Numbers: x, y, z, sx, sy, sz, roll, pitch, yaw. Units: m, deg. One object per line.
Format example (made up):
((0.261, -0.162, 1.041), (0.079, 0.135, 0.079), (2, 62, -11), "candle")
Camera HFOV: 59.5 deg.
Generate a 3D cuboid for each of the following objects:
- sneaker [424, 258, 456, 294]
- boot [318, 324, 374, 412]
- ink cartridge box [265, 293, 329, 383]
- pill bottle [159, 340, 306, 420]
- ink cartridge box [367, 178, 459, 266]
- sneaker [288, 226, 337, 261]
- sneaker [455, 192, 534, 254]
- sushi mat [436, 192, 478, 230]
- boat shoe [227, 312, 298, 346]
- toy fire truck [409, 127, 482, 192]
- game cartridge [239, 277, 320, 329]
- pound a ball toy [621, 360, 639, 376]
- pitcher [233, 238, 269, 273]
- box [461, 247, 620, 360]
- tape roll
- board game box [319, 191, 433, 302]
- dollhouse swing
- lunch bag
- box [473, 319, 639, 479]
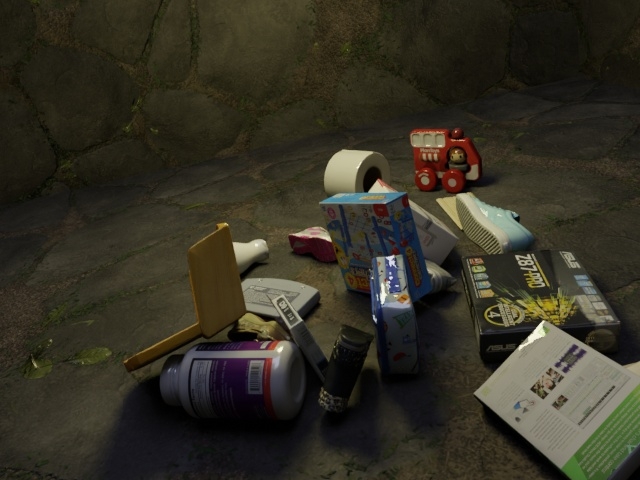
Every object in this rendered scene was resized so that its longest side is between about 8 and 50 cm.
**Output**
((0.302, 0.101, 1.746), (0.115, 0.105, 0.281), (2, 18, -30), "sneaker")
((0.058, 0.300, 1.340), (0.085, 0.178, 0.236), (19, 0, 9), "boot")
((-0.050, 0.240, 1.434), (0.045, 0.206, 0.208), (-34, 29, -8), "ink cartridge box")
((-0.208, 0.333, 1.337), (0.323, 0.181, 0.181), (-4, 26, 16), "pill bottle")
((0.284, -0.060, 1.822), (0.283, 0.117, 0.207), (31, 14, -14), "ink cartridge box")
((0.000, 0.000, 2.044), (0.252, 0.102, 0.111), (16, 38, 44), "sneaker")
((0.586, -0.058, 1.899), (0.150, 0.135, 0.365), (-14, 37, -8), "sneaker")
((0.562, -0.116, 2.149), (0.152, 0.019, 0.316), (-13, 25, -1), "sushi mat")
((-0.157, 0.278, 1.543), (0.089, 0.104, 0.285), (-37, 22, -27), "boat shoe")
((0.530, -0.351, 2.379), (0.302, 0.253, 0.169), (7, 31, 35), "toy fire truck")
((-0.158, 0.191, 1.769), (0.295, 0.060, 0.196), (6, 34, 33), "game cartridge")
((0.709, 0.262, 1.152), (0.320, 0.135, 0.208), (-18, 26, -15), "pound a ball toy")
((-0.318, 0.066, 2.044), (0.207, 0.125, 0.178), (-20, 4, -42), "pitcher")
((0.556, 0.157, 1.486), (0.319, 0.097, 0.395), (-4, 26, 9), "box")
((0.156, -0.251, 2.342), (0.169, 0.246, 0.246), (12, 34, 42), "tape roll")
((0.158, 0.012, 1.659), (0.086, 0.301, 0.308), (-28, 18, -31), "board game box")
((-0.370, 0.152, 1.472), (0.305, 0.314, 0.347), (-11, -8, -13), "dollhouse swing")
((0.184, 0.176, 1.427), (0.115, 0.243, 0.303), (-8, 26, 6), "lunch bag")
((0.490, 0.321, 1.103), (0.232, 0.058, 0.322), (-45, 30, -4), "box")
